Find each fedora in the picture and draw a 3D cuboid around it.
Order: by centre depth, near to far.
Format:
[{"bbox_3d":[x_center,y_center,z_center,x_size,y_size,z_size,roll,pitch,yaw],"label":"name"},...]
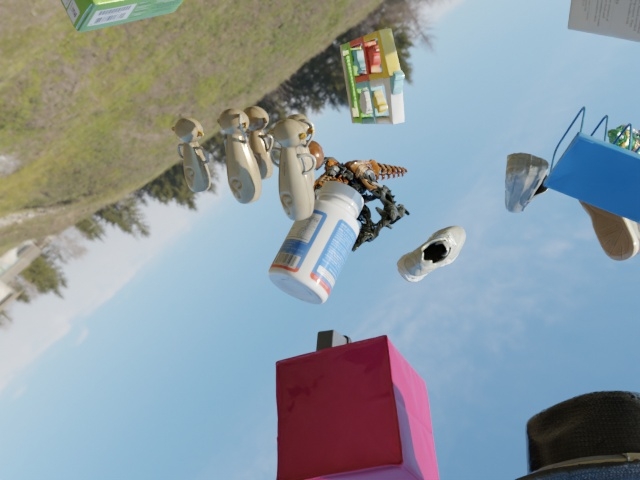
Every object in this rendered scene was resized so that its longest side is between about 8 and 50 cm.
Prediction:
[{"bbox_3d":[0.444,0.332,0.901,0.334,0.334,0.152,-29,-139,33],"label":"fedora"}]

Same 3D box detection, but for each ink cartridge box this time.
[{"bbox_3d":[-0.348,-0.484,0.918,0.189,0.255,0.097,-32,-170,-37],"label":"ink cartridge box"}]

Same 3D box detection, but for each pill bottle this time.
[{"bbox_3d":[0.000,0.000,1.116,0.124,0.124,0.221,-10,-133,58],"label":"pill bottle"}]

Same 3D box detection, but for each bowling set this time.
[{"bbox_3d":[-0.084,-0.160,0.941,0.287,0.154,0.200,15,-143,30],"label":"bowling set"}]

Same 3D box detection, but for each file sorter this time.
[{"bbox_3d":[0.482,-0.130,0.963,0.118,0.170,0.104,105,9,-52],"label":"file sorter"}]

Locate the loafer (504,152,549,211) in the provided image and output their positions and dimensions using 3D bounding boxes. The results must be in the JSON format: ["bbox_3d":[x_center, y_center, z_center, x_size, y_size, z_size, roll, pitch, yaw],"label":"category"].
[{"bbox_3d":[0.560,-0.146,1.577,0.112,0.319,0.112,5,-101,19],"label":"loafer"}]

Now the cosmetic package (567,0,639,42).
[{"bbox_3d":[0.607,-0.392,0.902,0.197,0.155,0.365,-28,-141,-27],"label":"cosmetic package"}]

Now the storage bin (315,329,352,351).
[{"bbox_3d":[0.025,0.320,1.650,0.098,0.091,0.135,-12,-127,26],"label":"storage bin"}]

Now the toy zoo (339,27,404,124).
[{"bbox_3d":[0.118,-0.354,1.286,0.030,0.192,0.293,-14,-166,-14],"label":"toy zoo"}]

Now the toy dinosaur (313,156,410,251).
[{"bbox_3d":[0.090,-0.114,1.338,0.322,0.218,0.164,-30,171,-15],"label":"toy dinosaur"}]

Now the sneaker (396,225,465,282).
[{"bbox_3d":[0.334,0.025,1.598,0.262,0.099,0.121,-33,175,-35],"label":"sneaker"}]

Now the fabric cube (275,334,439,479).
[{"bbox_3d":[0.076,0.382,1.185,0.254,0.258,0.259,-16,-128,17],"label":"fabric cube"}]

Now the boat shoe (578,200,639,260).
[{"bbox_3d":[0.673,-0.094,1.349,0.092,0.285,0.103,-7,165,-37],"label":"boat shoe"}]

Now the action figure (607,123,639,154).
[{"bbox_3d":[0.745,-0.214,1.370,0.063,0.232,0.137,14,-91,58],"label":"action figure"}]
